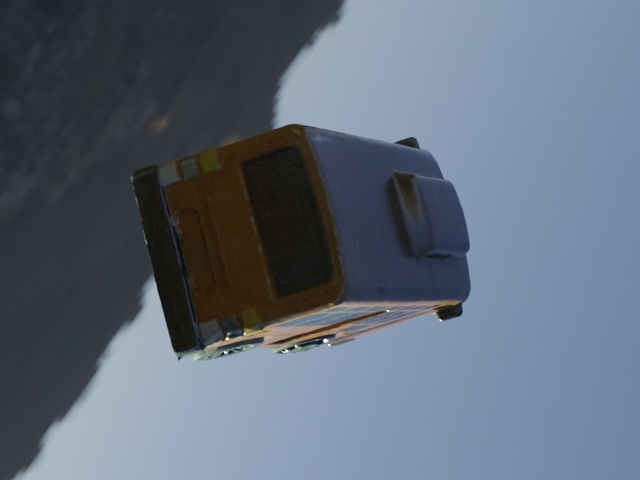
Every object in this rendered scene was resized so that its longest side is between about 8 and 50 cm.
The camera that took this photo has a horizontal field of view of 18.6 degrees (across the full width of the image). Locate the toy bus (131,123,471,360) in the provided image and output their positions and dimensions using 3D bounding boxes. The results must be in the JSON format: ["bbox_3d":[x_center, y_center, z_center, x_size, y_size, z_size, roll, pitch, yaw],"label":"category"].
[{"bbox_3d":[0.000,0.000,0.896,0.103,0.091,0.182,-18,172,21],"label":"toy bus"}]
